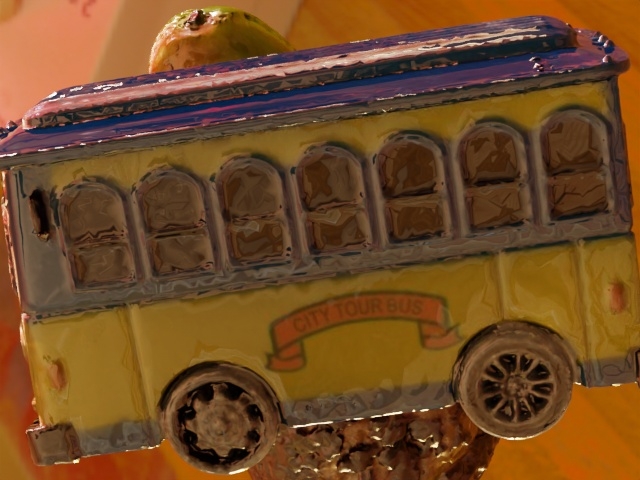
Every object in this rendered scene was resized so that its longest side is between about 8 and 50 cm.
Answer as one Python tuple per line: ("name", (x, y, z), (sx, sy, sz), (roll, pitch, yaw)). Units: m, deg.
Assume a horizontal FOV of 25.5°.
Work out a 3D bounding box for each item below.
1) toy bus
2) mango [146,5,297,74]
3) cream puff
("toy bus", (0.000, 0.000, 0.659), (0.287, 0.138, 0.175), (-8, 104, 4))
("mango", (-0.043, -0.075, 1.045), (0.125, 0.233, 0.111), (-22, 46, 21))
("cream puff", (0.040, 0.095, 1.009), (0.164, 0.239, 0.239), (0, 90, 23))
